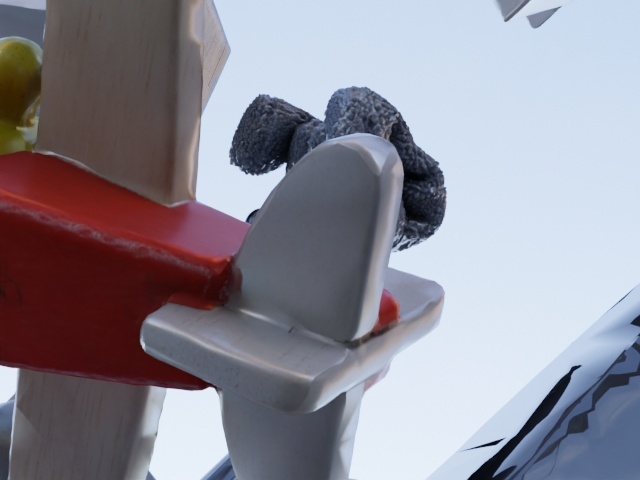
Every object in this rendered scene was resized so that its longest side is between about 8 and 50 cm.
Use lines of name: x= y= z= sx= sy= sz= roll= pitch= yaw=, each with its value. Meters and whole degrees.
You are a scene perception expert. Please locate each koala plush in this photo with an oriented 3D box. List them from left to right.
koala plush: x=0.000 y=0.000 z=1.082 sx=0.196 sy=0.221 sz=0.203 roll=1 pitch=-34 yaw=50

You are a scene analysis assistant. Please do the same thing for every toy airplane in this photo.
toy airplane: x=-0.122 y=-0.007 z=0.590 sx=0.386 sy=0.272 sz=0.384 roll=-34 pitch=-81 yaw=17

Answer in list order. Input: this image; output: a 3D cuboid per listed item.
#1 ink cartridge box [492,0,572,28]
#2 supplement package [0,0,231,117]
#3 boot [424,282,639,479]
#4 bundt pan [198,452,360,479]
ink cartridge box: x=0.149 y=-0.229 z=0.771 sx=0.067 sy=0.115 sz=0.198 roll=-22 pitch=-12 yaw=-28
supplement package: x=-0.225 y=-0.223 z=1.183 sx=0.194 sy=0.149 sz=0.203 roll=10 pitch=-30 yaw=17
boot: x=0.280 y=0.128 z=0.471 sx=0.367 sy=0.445 sz=0.146 roll=44 pitch=-46 yaw=15
bundt pan: x=0.003 y=0.341 z=1.305 sx=0.331 sy=0.124 sz=0.331 roll=31 pitch=-23 yaw=15
